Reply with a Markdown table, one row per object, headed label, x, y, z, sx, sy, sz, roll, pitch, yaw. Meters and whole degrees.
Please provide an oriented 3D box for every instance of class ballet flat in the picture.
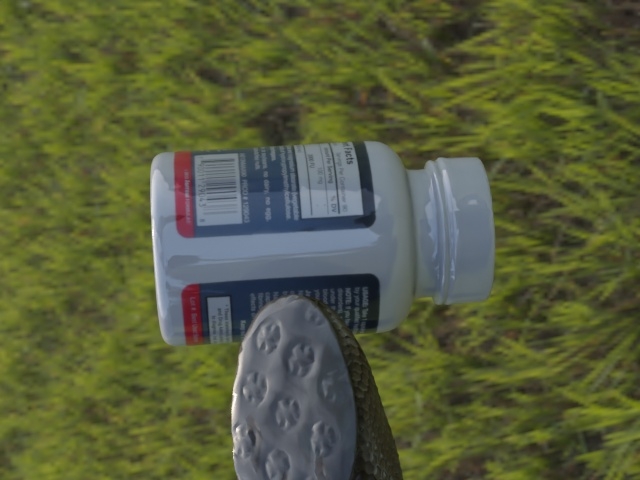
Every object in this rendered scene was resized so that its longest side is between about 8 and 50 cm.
| label | x | y | z | sx | sy | sz | roll | pitch | yaw |
| --- | --- | --- | --- | --- | --- | --- | --- | --- | --- |
| ballet flat | 0.019 | 0.144 | 0.677 | 0.084 | 0.058 | 0.250 | -32 | 65 | 35 |

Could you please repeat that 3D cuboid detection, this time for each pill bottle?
| label | x | y | z | sx | sy | sz | roll | pitch | yaw |
| --- | --- | --- | --- | --- | --- | --- | --- | --- | --- |
| pill bottle | 0.000 | 0.000 | 0.797 | 0.108 | 0.180 | 0.108 | 177 | 90 | -86 |
